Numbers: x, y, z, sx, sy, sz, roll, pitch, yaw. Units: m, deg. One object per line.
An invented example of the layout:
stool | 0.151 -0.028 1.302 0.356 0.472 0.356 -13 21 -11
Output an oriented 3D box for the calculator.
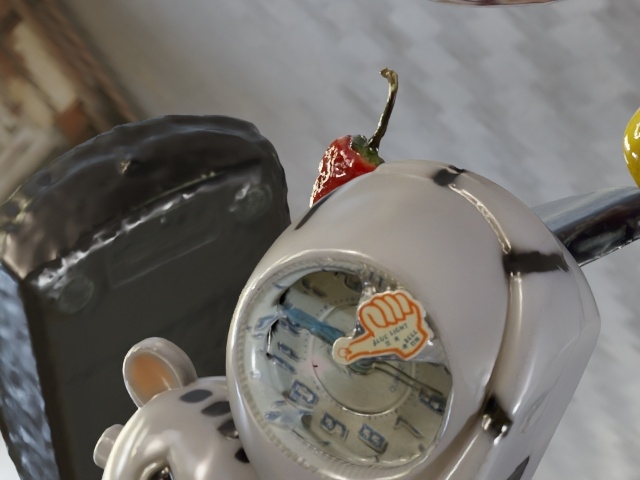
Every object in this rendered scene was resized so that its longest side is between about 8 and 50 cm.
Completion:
calculator | 0.176 0.003 1.511 0.040 0.177 0.268 67 159 -4

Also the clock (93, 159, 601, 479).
clock | -0.002 0.050 0.505 0.117 0.176 0.080 29 -153 15

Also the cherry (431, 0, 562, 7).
cherry | 0.058 -0.271 0.760 0.291 0.326 0.335 1 162 45

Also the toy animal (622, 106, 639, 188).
toy animal | 0.363 -0.145 1.378 0.278 0.246 0.345 -7 135 11

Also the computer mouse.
computer mouse | -0.096 0.055 0.966 0.100 0.170 0.269 37 144 39

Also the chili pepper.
chili pepper | 0.000 0.000 1.246 0.050 0.268 0.059 -13 -133 -47
